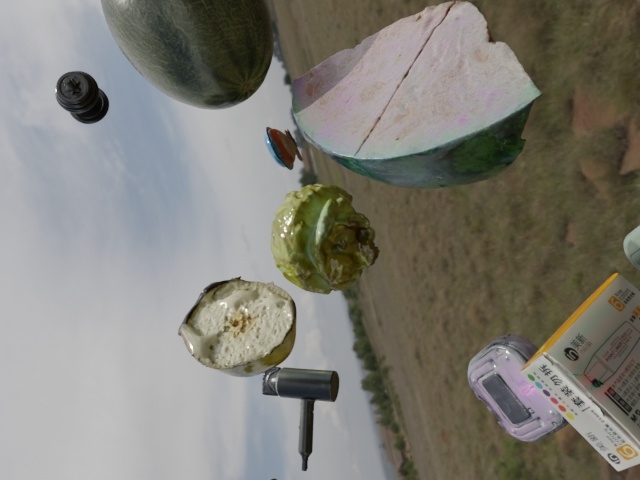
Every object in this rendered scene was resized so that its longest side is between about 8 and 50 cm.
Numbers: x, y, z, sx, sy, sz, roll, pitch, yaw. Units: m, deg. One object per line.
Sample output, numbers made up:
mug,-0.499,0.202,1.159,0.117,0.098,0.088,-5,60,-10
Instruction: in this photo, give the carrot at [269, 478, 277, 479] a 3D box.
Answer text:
carrot,-0.099,0.794,1.799,0.224,0.057,0.057,31,141,55

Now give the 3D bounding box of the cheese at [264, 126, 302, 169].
cheese,-0.079,-0.212,1.378,0.106,0.037,0.256,62,-166,-7

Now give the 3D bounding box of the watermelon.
watermelon,0.147,-0.161,0.868,0.222,0.319,0.292,35,-144,-46

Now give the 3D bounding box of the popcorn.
popcorn,0.000,0.000,1.210,0.184,0.204,0.221,26,148,57

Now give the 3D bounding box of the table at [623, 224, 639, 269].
table,0.865,-0.021,1.495,0.220,0.126,0.126,109,152,-61

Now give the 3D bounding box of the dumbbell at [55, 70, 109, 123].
dumbbell,-0.555,-0.332,1.424,0.208,0.099,0.099,113,144,-82

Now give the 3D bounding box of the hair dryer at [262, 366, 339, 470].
hair dryer,-0.059,0.445,1.525,0.078,0.196,0.248,28,-117,-70

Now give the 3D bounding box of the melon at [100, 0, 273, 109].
melon,-0.203,-0.349,0.956,0.301,0.237,0.237,52,178,7

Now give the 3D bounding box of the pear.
pear,-0.166,0.226,1.351,0.267,0.267,0.178,-102,0,-51

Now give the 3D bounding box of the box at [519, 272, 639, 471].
box,0.497,0.209,1.018,0.221,0.274,0.091,48,146,18

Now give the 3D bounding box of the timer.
timer,0.400,0.301,1.234,0.208,0.069,0.190,50,141,17
